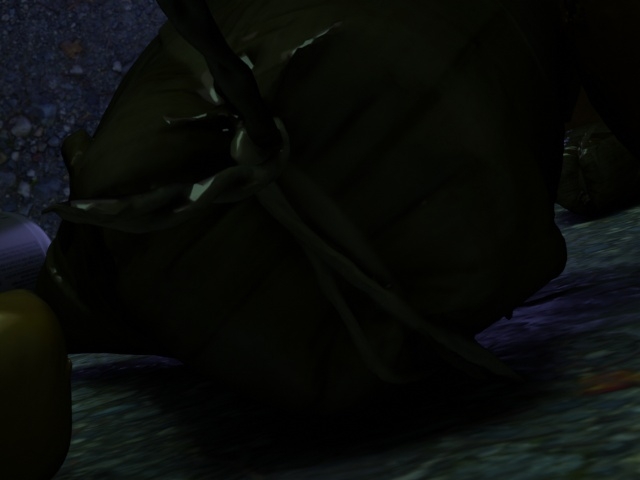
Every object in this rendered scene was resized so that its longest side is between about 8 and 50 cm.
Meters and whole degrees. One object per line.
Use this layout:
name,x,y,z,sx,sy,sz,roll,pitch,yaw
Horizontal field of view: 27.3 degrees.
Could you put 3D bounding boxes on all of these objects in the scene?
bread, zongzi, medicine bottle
bread,-0.177,0.080,0.512,0.173,0.085,0.134,-17,2,-25
zongzi,-0.080,0.042,0.676,0.467,0.218,0.500,-44,7,23
zongzi,0.285,-0.071,1.174,0.176,0.078,0.160,-10,9,9
medicine bottle,-0.387,0.048,1.396,0.135,0.135,0.215,-12,4,27

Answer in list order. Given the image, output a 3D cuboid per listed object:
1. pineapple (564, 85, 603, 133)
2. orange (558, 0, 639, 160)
pineapple,0.148,-0.121,1.597,0.357,0.223,0.223,-27,-4,31
orange,0.254,-0.133,0.667,0.274,0.274,0.274,-14,4,1
